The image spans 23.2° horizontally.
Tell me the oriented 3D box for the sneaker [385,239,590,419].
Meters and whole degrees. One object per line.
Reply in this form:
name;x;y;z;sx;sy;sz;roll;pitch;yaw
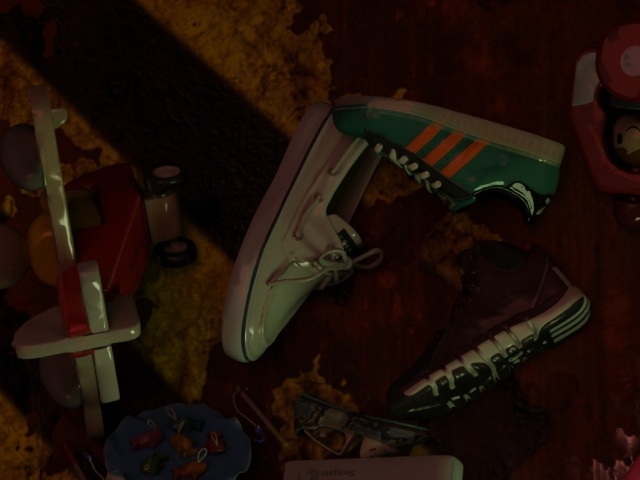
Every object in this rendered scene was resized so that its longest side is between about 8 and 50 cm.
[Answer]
sneaker;0.182;0.099;1.949;0.281;0.106;0.162;-29;61;-3

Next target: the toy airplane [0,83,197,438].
toy airplane;-0.327;0.039;1.975;0.272;0.384;0.386;1;76;8

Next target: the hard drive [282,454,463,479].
hard drive;0.043;0.432;1.859;0.233;0.047;0.353;-6;60;26

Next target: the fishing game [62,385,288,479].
fishing game;-0.179;0.255;1.945;0.264;0.041;0.189;-14;35;-22

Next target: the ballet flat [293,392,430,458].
ballet flat;0.048;0.245;1.962;0.188;0.070;0.070;12;78;31

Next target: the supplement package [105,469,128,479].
supplement package;-0.188;0.418;1.939;0.203;0.149;0.194;17;80;23

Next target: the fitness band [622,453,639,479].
fitness band;0.435;0.331;1.782;0.209;0.054;0.291;31;91;37

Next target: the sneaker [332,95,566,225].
sneaker;0.153;-0.102;1.978;0.302;0.108;0.121;15;89;3

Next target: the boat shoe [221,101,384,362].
boat shoe;0.002;0.002;2.024;0.156;0.136;0.367;17;70;19

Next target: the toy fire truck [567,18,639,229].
toy fire truck;0.449;-0.132;1.900;0.302;0.169;0.254;7;95;21
